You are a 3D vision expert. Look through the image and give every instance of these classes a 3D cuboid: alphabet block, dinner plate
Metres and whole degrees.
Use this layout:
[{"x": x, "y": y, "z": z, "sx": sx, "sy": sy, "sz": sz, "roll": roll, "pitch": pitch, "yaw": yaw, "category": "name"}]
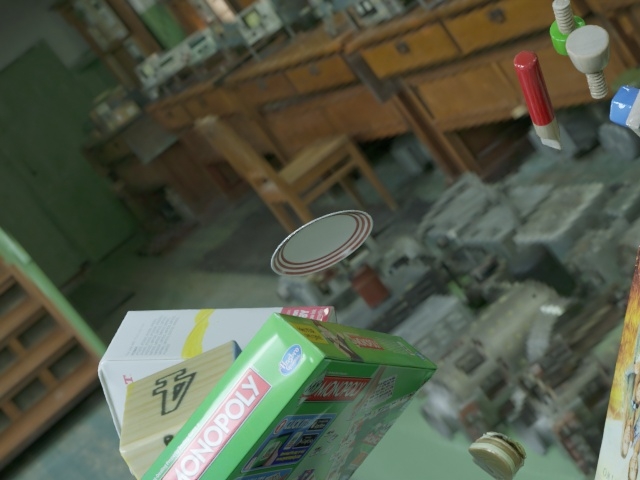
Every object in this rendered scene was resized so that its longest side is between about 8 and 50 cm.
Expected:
[{"x": -0.181, "y": 0.306, "z": 1.943, "sx": 0.197, "sy": 0.192, "sz": 0.193, "roll": -24, "pitch": 24, "yaw": 7, "category": "alphabet block"}, {"x": 0.000, "y": 0.000, "z": 1.568, "sx": 0.141, "sy": 0.017, "sz": 0.141, "roll": -22, "pitch": -24, "yaw": -11, "category": "dinner plate"}]

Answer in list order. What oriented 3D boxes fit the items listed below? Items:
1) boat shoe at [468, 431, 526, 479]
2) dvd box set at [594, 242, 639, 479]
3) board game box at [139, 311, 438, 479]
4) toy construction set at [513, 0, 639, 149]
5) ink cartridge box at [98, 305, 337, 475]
[{"x": 0.193, "y": 0.223, "z": 1.313, "sx": 0.048, "sy": 0.056, "sz": 0.153, "roll": -51, "pitch": -16, "yaw": -8, "category": "boat shoe"}, {"x": 0.399, "y": 0.228, "z": 1.412, "sx": 0.307, "sy": 0.062, "sz": 0.420, "roll": -115, "pitch": 33, "yaw": -81, "category": "dvd box set"}, {"x": -0.030, "y": 0.155, "z": 0.877, "sx": 0.213, "sy": 0.046, "sz": 0.317, "roll": -52, "pitch": -18, "yaw": 5, "category": "board game box"}, {"x": 0.364, "y": -0.124, "z": 1.203, "sx": 0.309, "sy": 0.237, "sz": 0.257, "roll": -1, "pitch": 57, "yaw": 22, "category": "toy construction set"}, {"x": -0.154, "y": 0.268, "z": 2.150, "sx": 0.385, "sy": 0.279, "sz": 0.160, "roll": -2, "pitch": 32, "yaw": 14, "category": "ink cartridge box"}]
